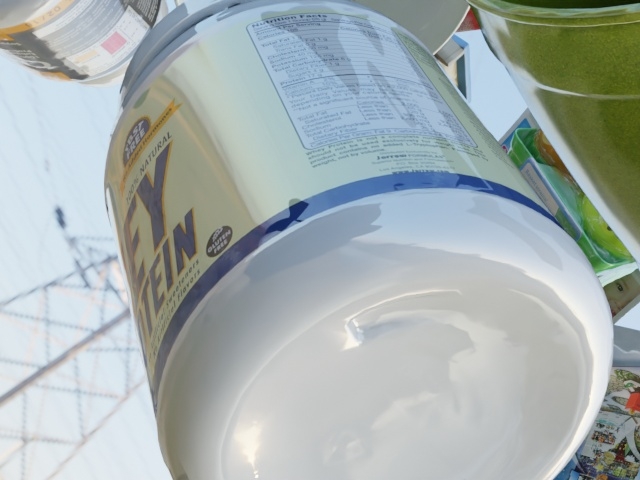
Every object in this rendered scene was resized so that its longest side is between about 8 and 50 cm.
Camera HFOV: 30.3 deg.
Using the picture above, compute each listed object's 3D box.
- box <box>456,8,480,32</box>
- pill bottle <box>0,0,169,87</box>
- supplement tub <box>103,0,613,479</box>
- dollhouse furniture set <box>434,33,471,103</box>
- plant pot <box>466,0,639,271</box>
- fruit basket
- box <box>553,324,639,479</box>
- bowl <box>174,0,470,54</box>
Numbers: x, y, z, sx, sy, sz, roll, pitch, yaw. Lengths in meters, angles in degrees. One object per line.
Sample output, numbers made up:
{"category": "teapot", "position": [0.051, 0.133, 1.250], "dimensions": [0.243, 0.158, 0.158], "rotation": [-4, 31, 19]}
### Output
{"category": "box", "position": [0.240, -0.323, 1.332], "dimensions": [0.257, 0.122, 0.128], "rotation": [1, -58, 39]}
{"category": "pill bottle", "position": [-0.223, -0.221, 0.981], "dimensions": [0.162, 0.162, 0.278], "rotation": [50, 2, 10]}
{"category": "supplement tub", "position": [0.000, 0.000, 0.693], "dimensions": [0.325, 0.235, 0.235], "rotation": [-115, -172, -52]}
{"category": "dollhouse furniture set", "position": [0.051, -0.240, 1.731], "dimensions": [0.198, 0.286, 0.303], "rotation": [39, -17, 28]}
{"category": "plant pot", "position": [0.322, -0.128, 0.909], "dimensions": [0.366, 0.366, 0.353], "rotation": [23, -33, 49]}
{"category": "fruit basket", "position": [0.386, -0.105, 1.543], "dimensions": [0.327, 0.165, 0.353], "rotation": [62, -40, 25]}
{"category": "box", "position": [0.183, 0.135, 0.814], "dimensions": [0.233, 0.159, 0.044], "rotation": [12, -27, 37]}
{"category": "bowl", "position": [0.001, -0.295, 1.148], "dimensions": [0.298, 0.297, 0.134], "rotation": [83, 1, -46]}
